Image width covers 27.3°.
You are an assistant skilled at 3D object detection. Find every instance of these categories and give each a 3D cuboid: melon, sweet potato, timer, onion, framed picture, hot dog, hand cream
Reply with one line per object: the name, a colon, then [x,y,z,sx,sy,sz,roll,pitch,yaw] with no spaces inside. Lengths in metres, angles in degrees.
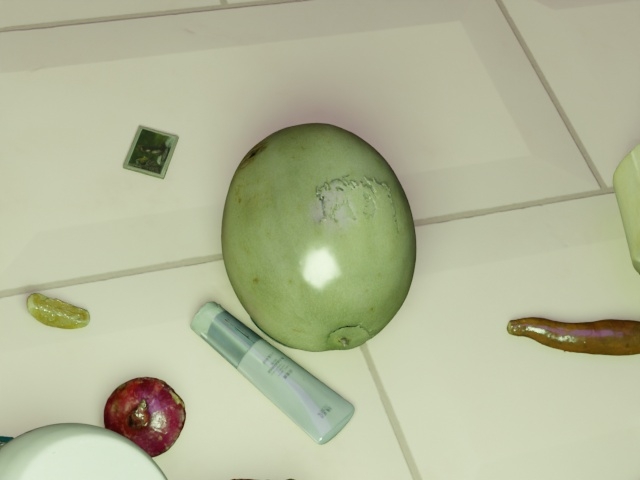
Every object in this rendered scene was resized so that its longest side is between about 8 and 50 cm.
melon: [0.000,0.000,1.807,0.268,0.268,0.330,-1,62,-14]
sweet potato: [0.404,0.141,1.929,0.264,0.057,0.057,3,53,-9]
timer: [-0.310,0.354,1.488,0.285,0.285,0.285,6,53,-8]
onion: [-0.226,0.226,1.693,0.107,0.097,0.107,-2,73,5]
framed picture: [-0.258,-0.135,2.012,0.066,0.007,0.089,16,52,-1]
hot dog: [-0.360,0.101,1.794,0.090,0.034,0.030,21,38,-21]
hand cream: [-0.067,0.176,1.799,0.255,0.048,0.079,39,60,13]

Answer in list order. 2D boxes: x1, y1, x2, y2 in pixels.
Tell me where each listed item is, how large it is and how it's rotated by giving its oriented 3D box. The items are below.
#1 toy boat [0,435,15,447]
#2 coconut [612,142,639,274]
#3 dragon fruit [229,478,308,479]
toy boat: [-0.504,0.280,1.593,0.298,0.092,0.134,2,57,-12]
coconut: [0.597,-0.057,1.980,0.323,0.323,0.323,6,53,-8]
dragon fruit: [-0.088,0.403,1.529,0.200,0.198,0.269,-23,47,24]
